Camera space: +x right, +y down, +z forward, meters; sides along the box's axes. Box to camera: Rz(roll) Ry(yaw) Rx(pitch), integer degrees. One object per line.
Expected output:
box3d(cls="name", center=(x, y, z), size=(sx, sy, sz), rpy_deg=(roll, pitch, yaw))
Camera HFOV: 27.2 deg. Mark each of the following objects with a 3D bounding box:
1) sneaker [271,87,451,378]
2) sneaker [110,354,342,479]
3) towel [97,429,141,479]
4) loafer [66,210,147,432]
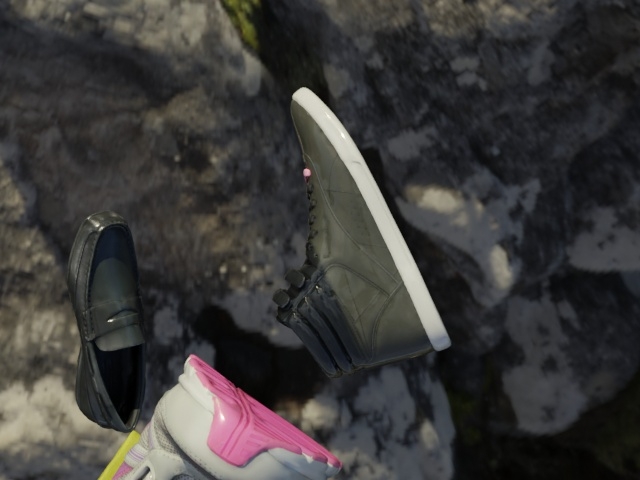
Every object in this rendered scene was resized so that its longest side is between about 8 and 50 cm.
box3d(cls="sneaker", center=(0.000, 0.000, 1.293), size=(0.146, 0.104, 0.296), rpy_deg=(-26, 80, 3))
box3d(cls="sneaker", center=(-0.067, 0.146, 0.733), size=(0.103, 0.252, 0.111), rpy_deg=(35, 69, 4))
box3d(cls="towel", center=(-0.054, 0.231, 0.862), size=(0.237, 0.102, 0.021), rpy_deg=(36, 145, -3))
box3d(cls="loafer", center=(-0.200, 0.082, 1.289), size=(0.076, 0.078, 0.223), rpy_deg=(-15, 116, -40))
